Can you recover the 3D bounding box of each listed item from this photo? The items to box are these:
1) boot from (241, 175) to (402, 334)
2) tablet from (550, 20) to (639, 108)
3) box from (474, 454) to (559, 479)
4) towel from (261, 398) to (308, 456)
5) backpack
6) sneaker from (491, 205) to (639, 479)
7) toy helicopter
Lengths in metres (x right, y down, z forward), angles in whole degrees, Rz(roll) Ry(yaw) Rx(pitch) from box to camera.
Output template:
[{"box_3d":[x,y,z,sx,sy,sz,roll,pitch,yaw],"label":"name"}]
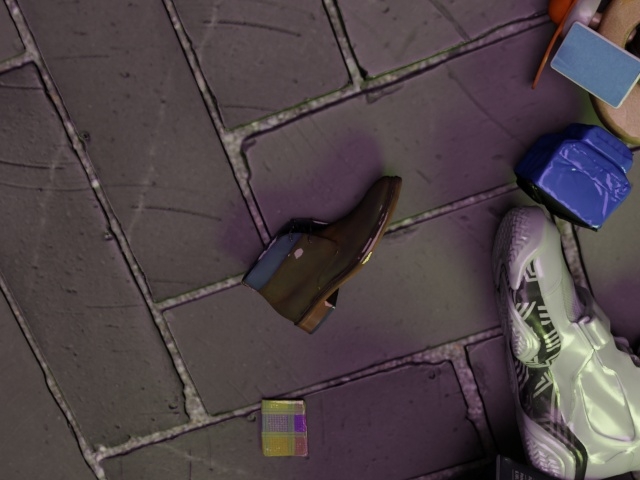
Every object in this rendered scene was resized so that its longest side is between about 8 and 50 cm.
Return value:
[{"box_3d":[0.000,0.000,0.899,0.106,0.082,0.219,30,108,-8],"label":"boot"},{"box_3d":[0.274,-0.174,0.780,0.083,0.006,0.054,40,133,19],"label":"tablet"},{"box_3d":[0.263,0.465,0.914,0.313,0.179,0.343,23,127,-4],"label":"box"},{"box_3d":[-0.047,0.242,1.010,0.060,0.009,0.083,-1,106,5],"label":"towel"},{"box_3d":[0.271,-0.071,0.841,0.098,0.120,0.101,41,95,-6],"label":"backpack"},{"box_3d":[0.318,0.117,0.888,0.210,0.137,0.365,-11,110,6],"label":"sneaker"},{"box_3d":[0.338,-0.273,0.793,0.235,0.140,0.355,1,96,13],"label":"toy helicopter"}]
